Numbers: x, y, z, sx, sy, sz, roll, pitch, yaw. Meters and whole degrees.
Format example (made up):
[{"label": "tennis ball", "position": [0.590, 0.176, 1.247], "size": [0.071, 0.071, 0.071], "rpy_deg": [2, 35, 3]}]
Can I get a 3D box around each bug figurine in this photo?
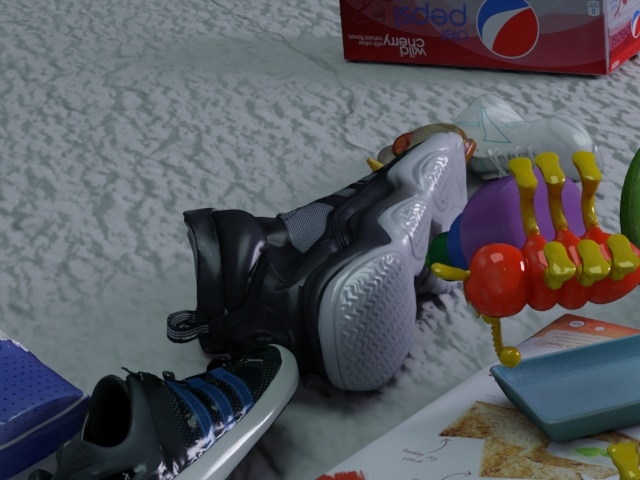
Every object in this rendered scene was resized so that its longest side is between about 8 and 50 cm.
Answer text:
[{"label": "bug figurine", "position": [0.169, 0.068, 0.816], "size": [0.216, 0.072, 0.279], "rpy_deg": [-5, 39, -4]}]

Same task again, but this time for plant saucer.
[{"label": "plant saucer", "position": [0.183, 0.061, 0.917], "size": [0.192, 0.018, 0.067], "rpy_deg": [-12, 23, -16]}]

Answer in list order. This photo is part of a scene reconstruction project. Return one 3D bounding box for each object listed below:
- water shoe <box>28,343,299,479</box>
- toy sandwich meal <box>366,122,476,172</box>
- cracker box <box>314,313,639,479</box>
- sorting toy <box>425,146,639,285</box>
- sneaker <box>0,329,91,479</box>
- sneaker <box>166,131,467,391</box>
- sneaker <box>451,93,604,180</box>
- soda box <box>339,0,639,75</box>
[{"label": "water shoe", "position": [-0.076, 0.090, 0.980], "size": [0.073, 0.080, 0.203], "rpy_deg": [-42, 4, 30]}, {"label": "toy sandwich meal", "position": [0.072, -0.062, 1.378], "size": [0.086, 0.029, 0.085], "rpy_deg": [-21, 39, 18]}, {"label": "cracker box", "position": [0.120, 0.118, 0.903], "size": [0.156, 0.067, 0.232], "rpy_deg": [12, 29, 38]}, {"label": "sorting toy", "position": [0.212, -0.002, 1.098], "size": [0.366, 0.127, 0.126], "rpy_deg": [-3, -7, -32]}, {"label": "sneaker", "position": [-0.265, 0.038, 1.055], "size": [0.127, 0.182, 0.315], "rpy_deg": [-26, 29, -37]}, {"label": "sneaker", "position": [0.000, 0.000, 1.180], "size": [0.153, 0.101, 0.268], "rpy_deg": [4, 26, 18]}, {"label": "sneaker", "position": [0.146, -0.064, 1.386], "size": [0.061, 0.053, 0.152], "rpy_deg": [-36, 30, -23]}, {"label": "soda box", "position": [0.149, -0.203, 1.677], "size": [0.263, 0.083, 0.092], "rpy_deg": [7, 24, 31]}]
